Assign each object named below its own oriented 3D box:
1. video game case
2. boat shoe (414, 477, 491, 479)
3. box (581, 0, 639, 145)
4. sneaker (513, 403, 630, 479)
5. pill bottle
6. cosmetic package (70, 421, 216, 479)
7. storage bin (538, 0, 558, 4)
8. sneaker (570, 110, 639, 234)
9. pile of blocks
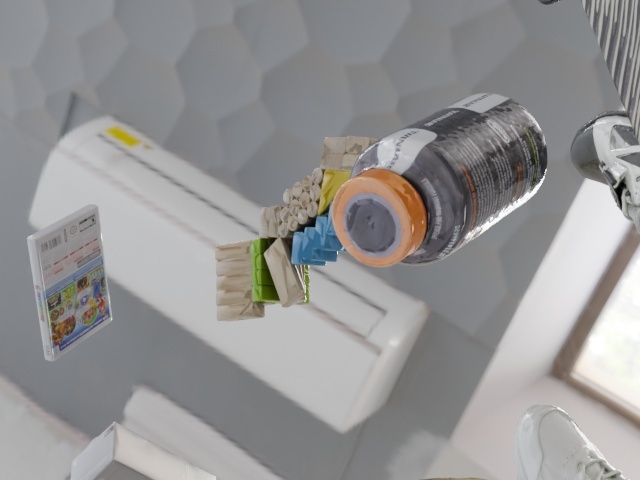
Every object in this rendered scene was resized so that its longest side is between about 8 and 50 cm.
[{"bbox_3d":[-0.227,0.038,0.955,0.011,0.122,0.087,10,-153,25],"label":"video game case"},{"bbox_3d":[0.130,0.291,1.175,0.190,0.068,0.072,3,-169,-14],"label":"boat shoe"},{"bbox_3d":[0.290,-0.194,0.869,0.094,0.113,0.275,0,-114,-49],"label":"box"},{"bbox_3d":[0.262,0.237,0.910,0.090,0.115,0.232,-27,-100,-34],"label":"sneaker"},{"bbox_3d":[0.114,-0.055,1.023,0.130,0.130,0.246,33,-144,22],"label":"pill bottle"},{"bbox_3d":[-0.306,0.432,1.828,0.238,0.127,0.107,33,-157,-29],"label":"cosmetic package"},{"bbox_3d":[0.362,-0.411,1.527,0.091,0.135,0.098,18,-126,-63],"label":"storage bin"},{"bbox_3d":[0.408,-0.074,1.311,0.122,0.146,0.330,41,168,-23],"label":"sneaker"},{"bbox_3d":[0.000,0.000,1.358,0.113,0.362,0.148,6,-126,-40],"label":"pile of blocks"}]
